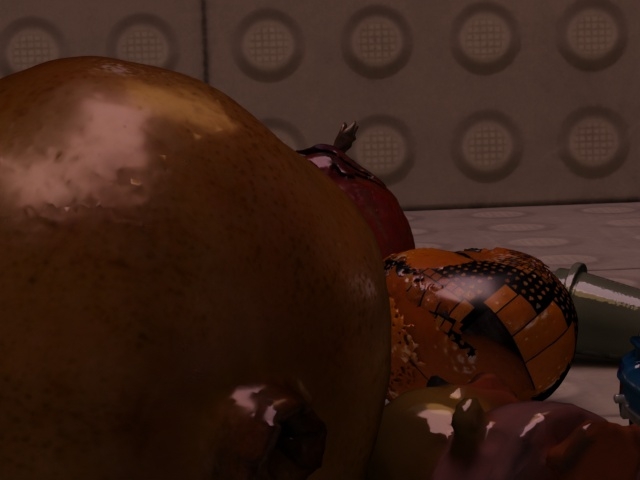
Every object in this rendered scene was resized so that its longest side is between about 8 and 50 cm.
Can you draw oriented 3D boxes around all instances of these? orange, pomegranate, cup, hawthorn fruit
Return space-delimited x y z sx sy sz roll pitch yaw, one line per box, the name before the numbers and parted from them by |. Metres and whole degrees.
orange | 0.151 0.094 1.682 0.234 0.182 0.234 6 -2 0
pomegranate | -0.136 0.089 1.079 0.416 0.417 0.416 -2 7 0
cup | 0.344 0.093 1.938 0.141 0.120 0.120 10 11 17
hawthorn fruit | 0.000 0.000 2.028 0.276 0.307 0.276 7 -5 1

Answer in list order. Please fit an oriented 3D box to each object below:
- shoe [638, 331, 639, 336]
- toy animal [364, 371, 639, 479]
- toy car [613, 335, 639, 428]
shoe | 0.412 0.126 1.698 0.106 0.092 0.207 -9 5 -13
toy animal | 0.117 0.180 1.145 0.169 0.195 0.281 -46 26 -13
toy car | 0.416 0.130 1.415 0.314 0.166 0.198 -2 11 -7
